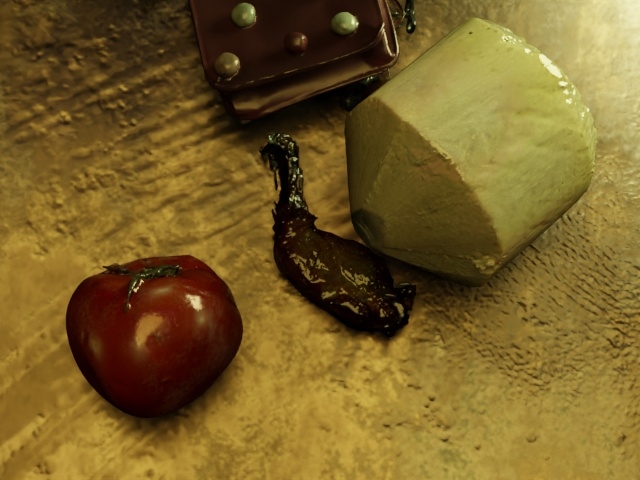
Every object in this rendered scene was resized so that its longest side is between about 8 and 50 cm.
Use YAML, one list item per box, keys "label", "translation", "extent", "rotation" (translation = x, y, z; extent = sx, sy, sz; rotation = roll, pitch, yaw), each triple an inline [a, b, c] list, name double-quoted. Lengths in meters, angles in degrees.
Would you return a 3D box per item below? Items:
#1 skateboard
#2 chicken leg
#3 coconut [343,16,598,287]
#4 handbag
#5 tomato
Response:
- label: "skateboard"
  translation: [0.064, -0.216, 1.930]
  extent: [0.080, 0.067, 0.151]
  rotation: [3, 68, -10]
- label: "chicken leg"
  translation: [0.000, 0.000, 1.862]
  extent: [0.106, 0.051, 0.253]
  rotation: [-31, 75, -17]
- label: "coconut"
  translation: [0.135, -0.077, 1.796]
  extent: [0.244, 0.239, 0.239]
  rotation: [-41, 78, -14]
- label: "handbag"
  translation: [-0.035, -0.250, 1.890]
  extent: [0.203, 0.074, 0.216]
  rotation: [-17, 61, 5]
- label: "tomato"
  translation: [-0.159, 0.095, 1.766]
  extent: [0.187, 0.187, 0.151]
  rotation: [-7, 97, -4]
